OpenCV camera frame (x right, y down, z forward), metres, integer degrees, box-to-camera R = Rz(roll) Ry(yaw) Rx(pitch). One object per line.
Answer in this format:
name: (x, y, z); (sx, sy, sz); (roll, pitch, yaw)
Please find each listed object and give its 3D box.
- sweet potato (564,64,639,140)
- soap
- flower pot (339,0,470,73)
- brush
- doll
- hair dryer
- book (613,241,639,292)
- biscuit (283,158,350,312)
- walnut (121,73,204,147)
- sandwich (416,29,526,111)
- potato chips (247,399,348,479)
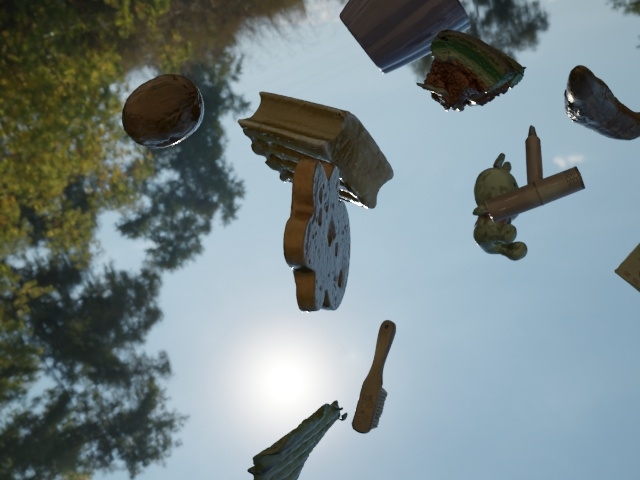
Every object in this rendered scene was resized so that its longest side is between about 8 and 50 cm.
sweet potato: (0.575, -0.285, 1.503); (0.114, 0.092, 0.341); (-11, 159, 44)
soap: (-0.014, -0.235, 1.871); (0.335, 0.293, 0.156); (22, -108, 42)
flower pot: (0.194, -0.542, 1.735); (0.243, 0.265, 0.265); (-40, -159, 12)
brush: (0.167, 0.390, 2.050); (0.070, 0.065, 0.327); (3, -107, 45)
doll: (0.410, -0.077, 1.688); (0.113, 0.155, 0.275); (-21, -131, 33)
hair dryer: (0.432, -0.157, 1.530); (0.195, 0.053, 0.220); (-23, -133, 18)
book: (0.896, 0.044, 1.856); (0.232, 0.162, 0.022); (-50, 180, 6)
biscuit: (-0.003, 0.000, 1.291); (0.052, 0.275, 0.355); (4, 164, 14)
walnut: (-0.374, -0.303, 1.700); (0.207, 0.167, 0.167); (-24, -158, 12)
sandwich: (0.290, -0.321, 1.426); (0.185, 0.160, 0.109); (35, -149, 23)
potato chips: (-0.080, 0.470, 1.428); (0.097, 0.373, 0.389); (30, -172, 17)
